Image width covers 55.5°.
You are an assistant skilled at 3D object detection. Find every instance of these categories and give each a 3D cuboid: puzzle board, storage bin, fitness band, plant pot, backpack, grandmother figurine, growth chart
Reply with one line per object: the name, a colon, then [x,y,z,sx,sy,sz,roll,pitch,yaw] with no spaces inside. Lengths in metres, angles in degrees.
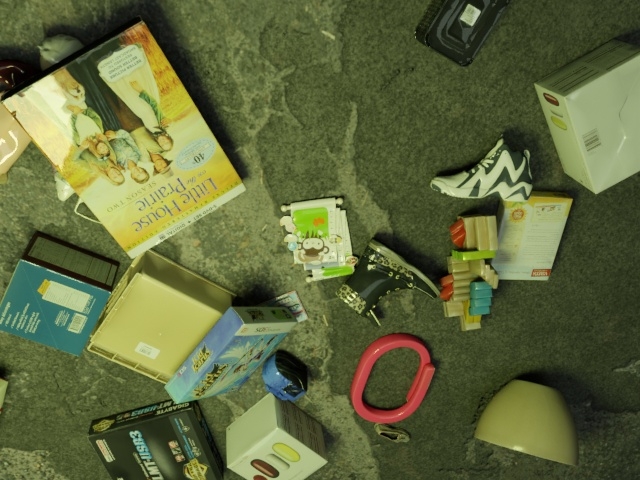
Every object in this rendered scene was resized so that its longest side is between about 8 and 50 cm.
puzzle board: [-0.107,0.191,1.587,0.128,0.011,0.096,-22,119,2]
storage bin: [0.295,-0.470,1.266,0.122,0.084,0.180,23,112,-19]
fitness band: [0.200,0.391,1.719,0.209,0.054,0.290,12,114,-12]
plant pot: [0.603,0.508,1.743,0.284,0.284,0.191,19,78,-18]
backpack: [-0.104,0.367,1.630,0.101,0.098,0.120,-39,117,16]
grandmother figurine: [-0.598,-0.278,1.223,0.342,0.104,0.208,-44,129,10]
storage bin: [-0.385,0.197,1.484,0.262,0.123,0.260,31,109,-23]
growth chart: [0.000,0.000,1.500,0.172,0.021,0.237,-15,118,0]

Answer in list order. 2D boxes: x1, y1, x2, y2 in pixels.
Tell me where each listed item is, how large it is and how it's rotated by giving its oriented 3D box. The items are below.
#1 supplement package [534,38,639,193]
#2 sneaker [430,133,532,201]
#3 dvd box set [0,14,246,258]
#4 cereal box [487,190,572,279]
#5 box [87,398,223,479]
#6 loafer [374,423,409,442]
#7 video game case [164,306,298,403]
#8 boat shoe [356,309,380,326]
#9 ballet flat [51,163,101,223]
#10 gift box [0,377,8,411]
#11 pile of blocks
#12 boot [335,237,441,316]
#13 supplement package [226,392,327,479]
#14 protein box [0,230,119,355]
supplement package: [0.644,-0.280,1.384,0.204,0.145,0.262,-29,117,6]
sneaker: [0.384,-0.176,1.435,0.235,0.094,0.153,6,98,10]
dvd box set: [-0.382,-0.194,1.254,0.308,0.062,0.420,-31,126,-4]
cereal box: [0.527,-0.010,1.561,0.173,0.047,0.240,2,117,-9]
box: [-0.453,0.593,1.709,0.293,0.073,0.295,-15,118,-2]
loafer: [0.216,0.585,1.825,0.125,0.039,0.045,27,109,-20]
video game case: [-0.211,0.275,1.488,0.269,0.061,0.244,-50,154,15]
boat shoe: [0.111,0.178,1.593,0.042,0.049,0.133,-36,110,5]
ballet flat: [-0.520,-0.099,1.332,0.079,0.077,0.221,-46,119,-6]
gift box: [-0.930,0.405,1.438,0.276,0.258,0.255,29,113,-1]
pile of blocks: [0.364,0.097,1.534,0.113,0.149,0.362,-6,118,-6]
boot: [0.170,0.123,1.534,0.236,0.085,0.178,36,94,-19]
supplement package: [-0.125,0.572,1.703,0.194,0.149,0.203,-41,117,13]
protein box: [-0.606,0.124,1.402,0.201,0.136,0.199,25,111,-20]
